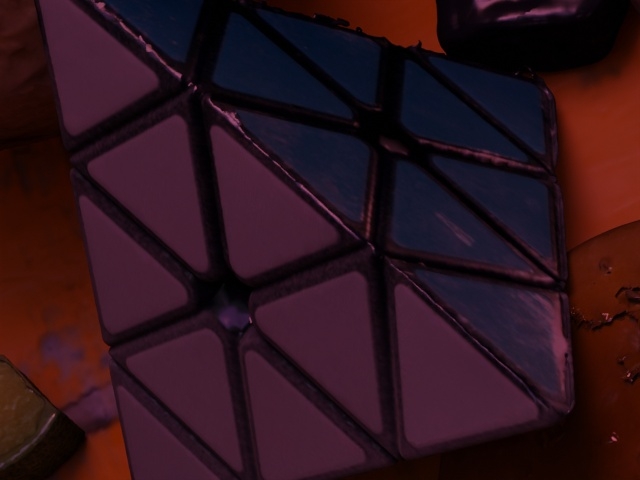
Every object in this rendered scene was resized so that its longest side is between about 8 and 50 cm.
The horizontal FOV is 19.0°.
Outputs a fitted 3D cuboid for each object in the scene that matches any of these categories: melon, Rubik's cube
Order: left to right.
[{"bbox_3d":[-0.234,0.091,1.067,0.209,0.064,0.118,34,86,29],"label":"melon"},{"bbox_3d":[0.000,-0.001,0.902,0.229,0.228,0.233,-4,73,8],"label":"Rubik's cube"}]

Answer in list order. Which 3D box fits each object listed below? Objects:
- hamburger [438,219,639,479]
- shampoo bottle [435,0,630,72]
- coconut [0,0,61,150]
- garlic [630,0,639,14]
[{"bbox_3d":[0.190,0.138,0.846,0.284,0.174,0.304,-13,60,27],"label":"hamburger"},{"bbox_3d":[0.126,-0.269,1.061,0.134,0.078,0.359,-5,69,14],"label":"shampoo bottle"},{"bbox_3d":[-0.207,-0.215,0.999,0.404,0.404,0.404,-6,69,17],"label":"coconut"},{"bbox_3d":[0.232,-0.209,0.949,0.245,0.245,0.253,-36,31,4],"label":"garlic"}]
